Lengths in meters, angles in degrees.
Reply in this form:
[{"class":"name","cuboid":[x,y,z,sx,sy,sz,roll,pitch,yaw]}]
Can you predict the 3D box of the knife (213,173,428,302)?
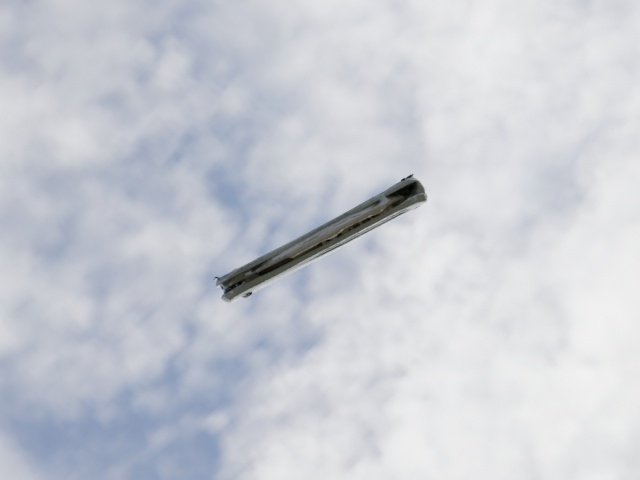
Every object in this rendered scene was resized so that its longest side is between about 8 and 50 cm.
[{"class":"knife","cuboid":[0.000,0.000,1.198,0.162,0.044,0.023,-28,-93,9]}]
